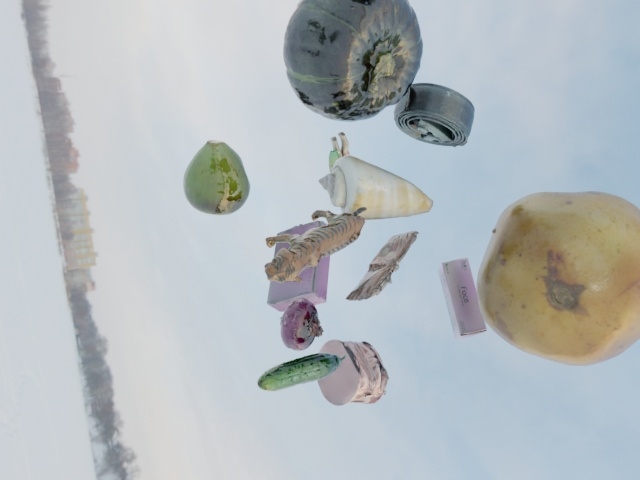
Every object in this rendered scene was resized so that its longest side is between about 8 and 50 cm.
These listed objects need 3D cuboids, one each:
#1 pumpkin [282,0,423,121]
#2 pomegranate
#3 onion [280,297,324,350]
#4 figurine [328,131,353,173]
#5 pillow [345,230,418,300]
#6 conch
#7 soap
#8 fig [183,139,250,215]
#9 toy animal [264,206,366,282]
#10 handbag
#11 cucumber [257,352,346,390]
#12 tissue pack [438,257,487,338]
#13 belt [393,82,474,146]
[{"bbox_3d":[0.074,-0.425,1.142,0.241,0.322,0.324,34,-52,45],"label":"pumpkin"},{"bbox_3d":[0.564,0.078,1.179,0.416,0.416,0.418,30,-56,57],"label":"pomegranate"},{"bbox_3d":[-0.039,0.185,1.111,0.104,0.115,0.115,11,-69,29],"label":"onion"},{"bbox_3d":[0.067,-0.180,1.288,0.083,0.083,0.188,40,-29,52],"label":"figurine"},{"bbox_3d":[0.171,0.070,1.352,0.049,0.248,0.135,42,-22,-10],"label":"pillow"},{"bbox_3d":[0.115,-0.086,1.095,0.158,0.254,0.127,119,-11,-67],"label":"conch"},{"bbox_3d":[-0.060,0.079,1.550,0.181,0.081,0.260,-18,-128,30],"label":"soap"},{"bbox_3d":[-0.312,-0.185,1.565,0.230,0.207,0.207,-53,-129,41],"label":"fig"},{"bbox_3d":[0.000,0.000,0.774,0.099,0.241,0.057,13,-56,48],"label":"toy animal"},{"bbox_3d":[0.090,0.392,1.512,0.179,0.116,0.205,-52,-132,25],"label":"handbag"},{"bbox_3d":[-0.035,0.261,1.020,0.056,0.250,0.056,0,-90,44],"label":"cucumber"},{"bbox_3d":[0.467,0.194,1.683,0.148,0.092,0.247,59,20,-75],"label":"tissue pack"},{"bbox_3d":[0.310,-0.353,1.409,0.206,0.267,0.116,11,-98,40],"label":"belt"}]
